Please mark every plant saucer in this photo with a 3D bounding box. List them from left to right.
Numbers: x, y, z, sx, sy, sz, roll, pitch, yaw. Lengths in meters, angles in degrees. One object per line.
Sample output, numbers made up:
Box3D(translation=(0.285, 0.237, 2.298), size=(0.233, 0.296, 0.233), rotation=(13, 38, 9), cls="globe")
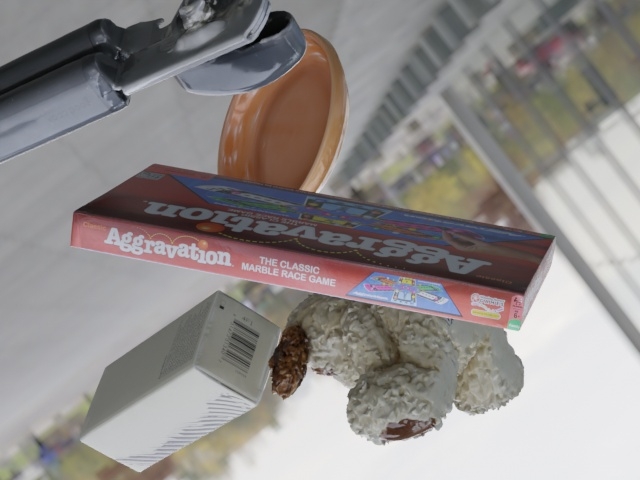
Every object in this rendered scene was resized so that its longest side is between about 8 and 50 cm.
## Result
Box3D(translation=(-0.032, -0.105, 1.677), size=(0.037, 0.200, 0.200), rotation=(16, 144, -31), cls="plant saucer")

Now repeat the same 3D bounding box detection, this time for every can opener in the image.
Box3D(translation=(-0.146, -0.100, 1.214), size=(0.283, 0.095, 0.076), rotation=(-22, -142, 21), cls="can opener")

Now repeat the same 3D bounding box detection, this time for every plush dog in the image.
Box3D(translation=(0.064, 0.094, 1.825), size=(0.225, 0.211, 0.262), rotation=(-5, -176, 35), cls="plush dog")

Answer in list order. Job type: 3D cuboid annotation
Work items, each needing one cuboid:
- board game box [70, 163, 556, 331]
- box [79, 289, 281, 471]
Box3D(translation=(0.000, 0.000, 1.096), size=(0.145, 0.281, 0.027), rotation=(-46, 145, -69), cls="board game box")
Box3D(translation=(-0.165, 0.167, 2.003), size=(0.275, 0.094, 0.113), rotation=(-33, -149, 49), cls="box")
